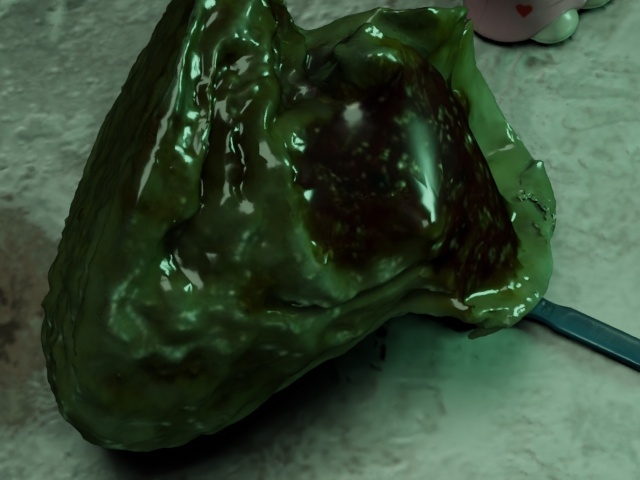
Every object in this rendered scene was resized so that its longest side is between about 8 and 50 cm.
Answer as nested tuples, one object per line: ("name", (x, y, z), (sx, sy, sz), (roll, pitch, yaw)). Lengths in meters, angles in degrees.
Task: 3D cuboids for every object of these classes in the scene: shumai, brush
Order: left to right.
("shumai", (0.000, 0.000, 1.136), (0.289, 0.292, 0.330), (23, 64, -14))
("brush", (0.151, 0.048, 1.183), (0.164, 0.014, 0.051), (25, 63, 21))

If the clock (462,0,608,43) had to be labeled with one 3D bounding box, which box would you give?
("clock", (0.169, -0.260, 1.284), (0.100, 0.195, 0.194), (35, 68, 30))
